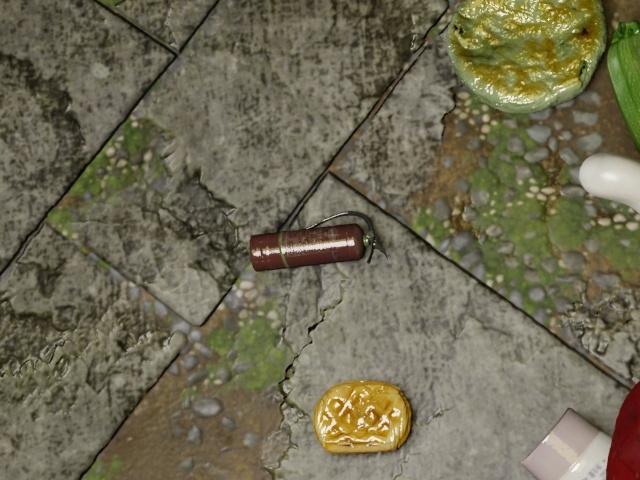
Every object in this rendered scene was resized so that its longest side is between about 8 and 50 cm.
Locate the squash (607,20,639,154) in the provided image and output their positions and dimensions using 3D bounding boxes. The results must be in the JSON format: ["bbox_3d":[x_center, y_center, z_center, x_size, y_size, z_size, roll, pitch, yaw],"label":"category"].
[{"bbox_3d":[0.373,-0.146,1.915,0.077,0.068,0.219,-17,72,2],"label":"squash"}]

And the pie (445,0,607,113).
[{"bbox_3d":[0.239,-0.233,1.982,0.187,0.041,0.187,-3,74,12],"label":"pie"}]

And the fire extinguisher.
[{"bbox_3d":[0.000,0.000,1.975,0.157,0.045,0.078,-7,52,12],"label":"fire extinguisher"}]

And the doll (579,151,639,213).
[{"bbox_3d":[0.514,-0.040,1.786,0.365,0.187,0.376,-45,104,5],"label":"doll"}]

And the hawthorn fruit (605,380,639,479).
[{"bbox_3d":[0.395,0.187,1.676,0.230,0.266,0.210,-38,64,-20],"label":"hawthorn fruit"}]

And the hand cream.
[{"bbox_3d":[0.332,0.283,1.815,0.248,0.083,0.133,43,87,8],"label":"hand cream"}]

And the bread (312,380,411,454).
[{"bbox_3d":[0.046,0.196,1.911,0.111,0.044,0.083,-4,71,10],"label":"bread"}]
